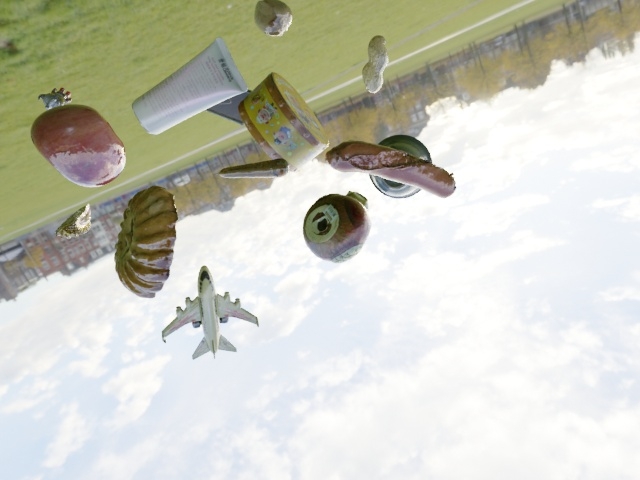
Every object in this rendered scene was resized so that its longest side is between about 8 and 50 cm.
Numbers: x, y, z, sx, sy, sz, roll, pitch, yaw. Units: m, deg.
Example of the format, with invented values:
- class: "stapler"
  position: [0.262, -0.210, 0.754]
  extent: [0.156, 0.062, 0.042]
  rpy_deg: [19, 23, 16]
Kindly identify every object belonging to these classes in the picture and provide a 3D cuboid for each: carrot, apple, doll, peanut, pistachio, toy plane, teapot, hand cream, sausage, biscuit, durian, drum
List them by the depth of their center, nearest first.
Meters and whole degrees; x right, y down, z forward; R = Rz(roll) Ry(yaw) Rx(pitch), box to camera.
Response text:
- class: "apple"
  position: [-0.422, -0.170, 0.757]
  extent: [0.120, 0.153, 0.153]
  rpy_deg: [-42, -160, -13]
- class: "sausage"
  position: [0.166, -0.166, 0.962]
  extent: [0.326, 0.087, 0.079]
  rpy_deg: [12, 150, -16]
- class: "toy plane"
  position: [-0.267, 0.172, 1.019]
  extent: [0.228, 0.245, 0.092]
  rpy_deg: [-6, -165, -14]
- class: "biscuit"
  position: [-0.504, 0.002, 1.203]
  extent: [0.107, 0.326, 0.325]
  rpy_deg: [9, 171, -41]
- class: "hand cream"
  position: [-0.419, -0.467, 1.333]
  extent: [0.358, 0.186, 0.118]
  rpy_deg: [-27, 179, 8]
- class: "peanut"
  position: [0.193, -0.620, 1.494]
  extent: [0.082, 0.187, 0.082]
  rpy_deg: [8, -149, -5]
- class: "pistachio"
  position: [-0.185, -0.841, 1.584]
  extent: [0.129, 0.131, 0.206]
  rpy_deg: [-34, -131, -7]
- class: "durian"
  position: [-0.929, -0.071, 1.641]
  extent: [0.140, 0.078, 0.224]
  rpy_deg: [-31, -153, 20]
- class: "carrot"
  position: [-0.271, -0.270, 1.648]
  extent: [0.297, 0.078, 0.078]
  rpy_deg: [-8, -167, -10]
- class: "doll"
  position: [-1.135, -0.604, 1.823]
  extent: [0.062, 0.104, 0.195]
  rpy_deg: [-29, -146, 17]
- class: "drum"
  position: [-0.161, -0.539, 1.963]
  extent: [0.214, 0.431, 0.431]
  rpy_deg: [-35, -169, 18]
- class: "teapot"
  position: [0.151, -0.166, 1.972]
  extent: [0.119, 0.130, 0.166]
  rpy_deg: [-58, -148, 24]

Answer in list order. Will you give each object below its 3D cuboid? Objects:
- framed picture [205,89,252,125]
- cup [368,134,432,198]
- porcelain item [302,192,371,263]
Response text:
- class: "framed picture"
  position: [-0.481, -0.692, 2.065]
  extent: [0.334, 0.022, 0.247]
  rpy_deg: [15, 152, -29]
- class: "cup"
  position: [0.228, -0.204, 1.246]
  extent: [0.199, 0.199, 0.150]
  rpy_deg: [-17, -167, 20]
- class: "porcelain item"
  position: [0.073, -0.038, 1.460]
  extent: [0.252, 0.253, 0.253]
  rpy_deg: [-21, -165, 6]
